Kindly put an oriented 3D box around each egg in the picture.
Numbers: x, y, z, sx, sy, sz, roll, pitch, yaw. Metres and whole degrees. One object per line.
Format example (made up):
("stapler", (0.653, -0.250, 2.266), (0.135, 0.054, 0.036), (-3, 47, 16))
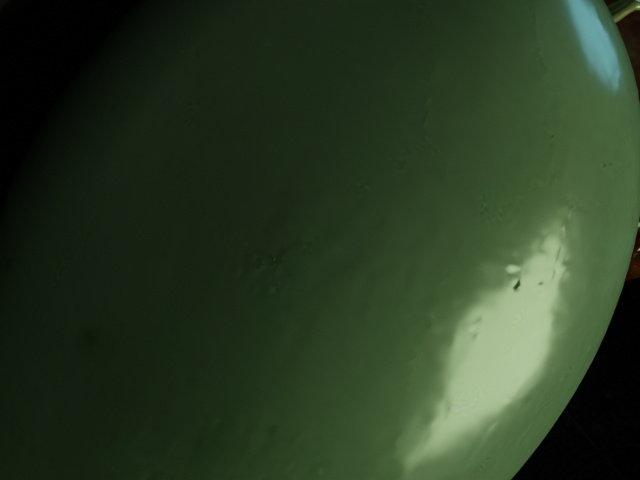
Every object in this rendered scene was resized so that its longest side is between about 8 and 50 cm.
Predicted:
("egg", (-0.008, 0.011, 0.546), (0.282, 0.203, 0.203), (-56, 173, 19))

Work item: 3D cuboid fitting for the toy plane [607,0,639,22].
("toy plane", (0.120, -0.126, 1.132), (0.256, 0.104, 0.242), (-38, -162, -32))

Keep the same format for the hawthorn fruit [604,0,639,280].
("hawthorn fruit", (0.244, -0.114, 1.353), (0.316, 0.316, 0.316), (-53, 174, -9))
